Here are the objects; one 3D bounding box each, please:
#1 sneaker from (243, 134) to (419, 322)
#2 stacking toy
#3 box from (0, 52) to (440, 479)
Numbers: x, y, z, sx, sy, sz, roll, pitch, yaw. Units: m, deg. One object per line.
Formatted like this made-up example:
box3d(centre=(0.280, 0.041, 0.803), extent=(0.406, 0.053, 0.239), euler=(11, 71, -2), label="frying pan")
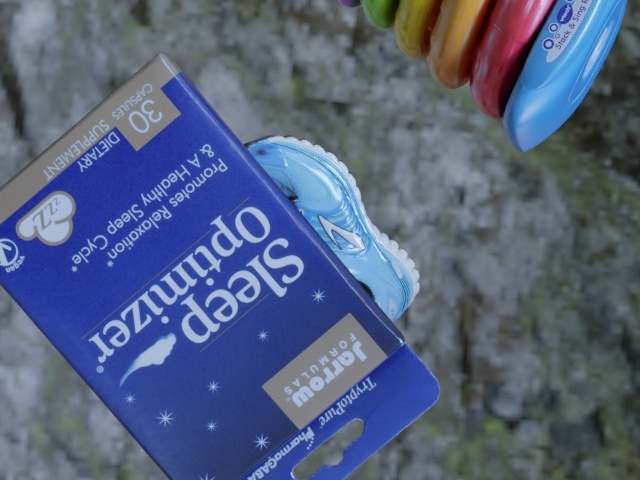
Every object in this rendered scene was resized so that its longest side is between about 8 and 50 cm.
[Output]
box3d(centre=(0.000, 0.000, 1.169), extent=(0.063, 0.162, 0.073), euler=(-30, -160, 40), label="sneaker")
box3d(centre=(0.070, -0.207, 1.317), extent=(0.175, 0.302, 0.166), euler=(-61, 169, -1), label="stacking toy")
box3d(centre=(-0.057, 0.035, 0.897), extent=(0.136, 0.225, 0.036), euler=(-40, -174, 3), label="box")
